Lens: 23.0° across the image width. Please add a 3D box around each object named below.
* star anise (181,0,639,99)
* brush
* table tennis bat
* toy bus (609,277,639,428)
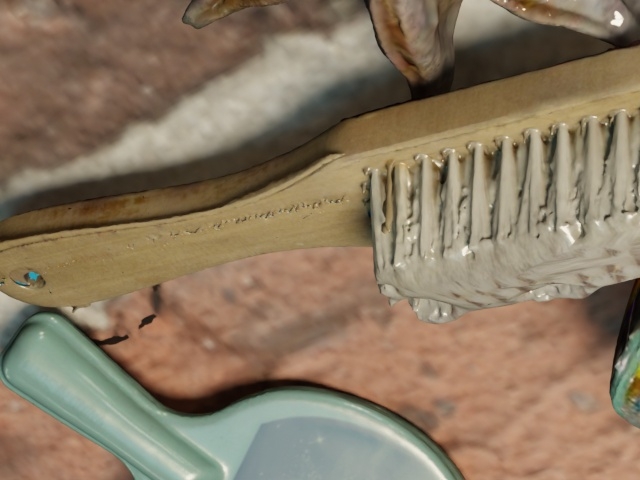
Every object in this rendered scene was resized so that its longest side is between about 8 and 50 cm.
[{"bbox_3d":[0.020,-0.116,0.502,0.205,0.061,0.180,23,135,3],"label":"star anise"},{"bbox_3d":[0.000,0.000,0.565,0.328,0.065,0.070,-10,150,32],"label":"brush"},{"bbox_3d":[-0.038,0.112,0.680,0.237,0.038,0.149,38,102,-1],"label":"table tennis bat"},{"bbox_3d":[0.228,0.070,0.559,0.262,0.091,0.109,30,134,-3],"label":"toy bus"}]
